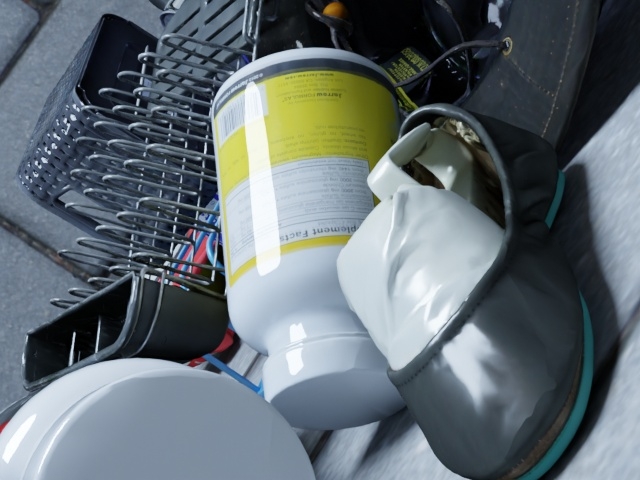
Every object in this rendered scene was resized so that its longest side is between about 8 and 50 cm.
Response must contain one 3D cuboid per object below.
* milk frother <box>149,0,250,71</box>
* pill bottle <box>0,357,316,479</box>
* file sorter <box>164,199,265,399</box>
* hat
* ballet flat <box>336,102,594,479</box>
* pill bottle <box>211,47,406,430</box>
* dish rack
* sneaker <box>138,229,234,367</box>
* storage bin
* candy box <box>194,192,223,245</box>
[{"bbox_3d":[-0.059,-0.196,1.363,0.135,0.129,0.143,-57,-33,-13],"label":"milk frother"},{"bbox_3d":[-0.107,0.146,0.911,0.161,0.161,0.283,-58,9,-18],"label":"pill bottle"},{"bbox_3d":[-0.019,0.004,1.134,0.170,0.104,0.118,-46,14,44],"label":"file sorter"},{"bbox_3d":[0.086,-0.163,0.978,0.134,0.331,0.331,-10,-20,-34],"label":"hat"},{"bbox_3d":[0.056,0.011,0.765,0.095,0.096,0.280,-52,10,20],"label":"ballet flat"},{"bbox_3d":[0.000,0.000,0.900,0.103,0.103,0.184,-44,45,49],"label":"pill bottle"},{"bbox_3d":[-0.101,-0.045,1.048,0.208,0.074,0.271,-24,55,60],"label":"dish rack"},{"bbox_3d":[-0.067,0.004,1.479,0.118,0.107,0.279,-20,35,42],"label":"sneaker"},{"bbox_3d":[-0.136,-0.075,1.251,0.084,0.122,0.180,-52,16,22],"label":"storage bin"},{"bbox_3d":[0.036,-0.158,1.368,0.317,0.122,0.268,-49,13,30],"label":"candy box"}]
